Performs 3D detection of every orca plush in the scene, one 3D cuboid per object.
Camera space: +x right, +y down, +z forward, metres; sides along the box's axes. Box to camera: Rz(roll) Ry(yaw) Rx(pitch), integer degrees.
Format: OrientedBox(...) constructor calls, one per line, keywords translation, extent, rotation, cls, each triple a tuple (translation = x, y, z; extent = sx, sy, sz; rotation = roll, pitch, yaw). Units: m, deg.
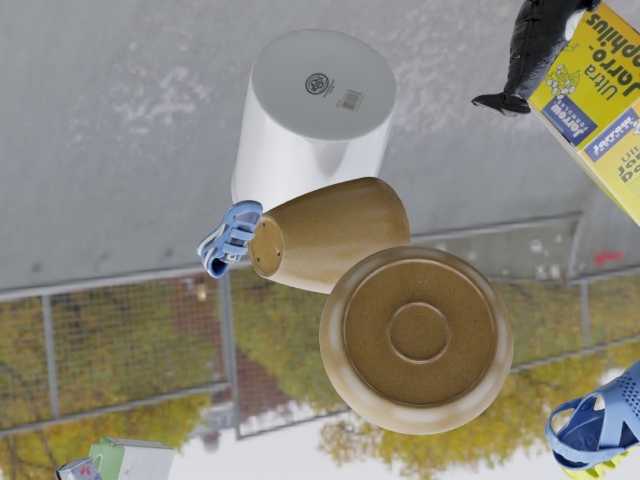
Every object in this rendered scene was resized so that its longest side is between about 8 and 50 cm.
OrientedBox(translation=(0.283, -0.309, 1.440), extent=(0.102, 0.287, 0.151), rotation=(39, 170, -26), cls="orca plush")

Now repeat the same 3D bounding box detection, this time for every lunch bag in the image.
OrientedBox(translation=(-0.363, 0.368, 1.572), extent=(0.053, 0.071, 0.083), rotation=(-26, -177, -34), cls="lunch bag")

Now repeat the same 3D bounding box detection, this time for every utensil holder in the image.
OrientedBox(translation=(-0.020, -0.214, 2.243), extent=(0.327, 0.328, 0.385), rotation=(-5, 148, -11), cls="utensil holder")

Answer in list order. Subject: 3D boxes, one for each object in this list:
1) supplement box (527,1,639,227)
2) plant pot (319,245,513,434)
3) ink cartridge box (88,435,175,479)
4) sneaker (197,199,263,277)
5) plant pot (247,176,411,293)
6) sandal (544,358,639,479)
OrientedBox(translation=(0.503, -0.196, 1.733), extent=(0.195, 0.194, 0.356), rotation=(-44, 143, 11), cls="supplement box")
OrientedBox(translation=(0.117, 0.112, 1.253), extent=(0.236, 0.236, 0.032), rotation=(-4, 159, -3), cls="plant pot")
OrientedBox(translation=(-0.402, 0.458, 2.104), extent=(0.209, 0.109, 0.062), rotation=(16, 179, -45), cls="ink cartridge box")
OrientedBox(translation=(-0.126, -0.002, 1.527), extent=(0.053, 0.059, 0.144), rotation=(15, 132, -33), cls="sneaker")
OrientedBox(translation=(0.000, 0.000, 1.971), extent=(0.254, 0.237, 0.237), rotation=(-4, -177, -38), cls="plant pot")
OrientedBox(translation=(0.461, 0.253, 1.570), extent=(0.138, 0.126, 0.317), rotation=(26, 118, -41), cls="sandal")
